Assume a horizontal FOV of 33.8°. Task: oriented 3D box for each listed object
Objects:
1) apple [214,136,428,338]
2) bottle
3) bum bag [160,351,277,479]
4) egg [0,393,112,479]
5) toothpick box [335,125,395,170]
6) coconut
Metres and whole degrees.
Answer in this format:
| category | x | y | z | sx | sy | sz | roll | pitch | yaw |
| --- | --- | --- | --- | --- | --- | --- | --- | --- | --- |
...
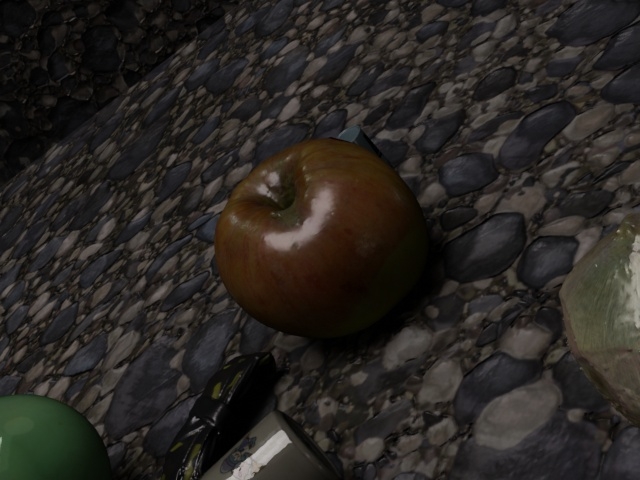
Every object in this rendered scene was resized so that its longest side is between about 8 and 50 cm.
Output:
| category | x | y | z | sx | sy | sz | roll | pitch | yaw |
| --- | --- | --- | --- | --- | --- | --- | --- | --- | --- |
| apple | 0.000 | 0.000 | 1.243 | 0.261 | 0.194 | 0.261 | -31 | 31 | 21 |
| bottle | -0.092 | 0.282 | 1.038 | 0.233 | 0.110 | 0.110 | -43 | 26 | -2 |
| bum bag | -0.130 | 0.227 | 1.230 | 0.106 | 0.060 | 0.232 | -26 | 28 | 47 |
| egg | -0.374 | 0.302 | 1.270 | 0.269 | 0.220 | 0.220 | -37 | 25 | 37 |
| toothpick box | 0.059 | -0.112 | 1.449 | 0.052 | 0.083 | 0.052 | -32 | 29 | 20 |
| coconut | 0.272 | 0.057 | 0.790 | 0.194 | 0.194 | 0.194 | -32 | 28 | 20 |
